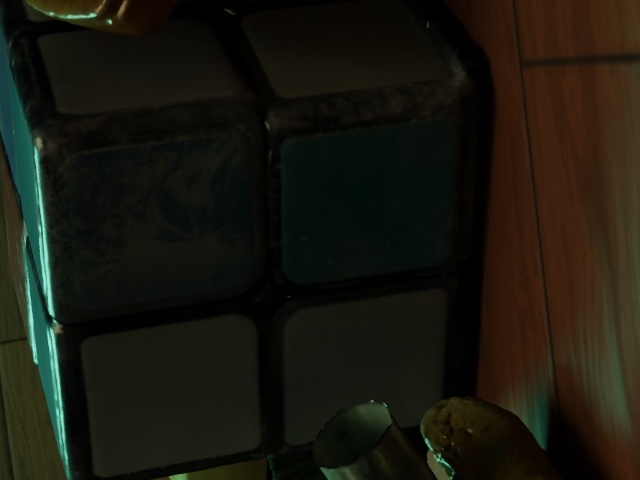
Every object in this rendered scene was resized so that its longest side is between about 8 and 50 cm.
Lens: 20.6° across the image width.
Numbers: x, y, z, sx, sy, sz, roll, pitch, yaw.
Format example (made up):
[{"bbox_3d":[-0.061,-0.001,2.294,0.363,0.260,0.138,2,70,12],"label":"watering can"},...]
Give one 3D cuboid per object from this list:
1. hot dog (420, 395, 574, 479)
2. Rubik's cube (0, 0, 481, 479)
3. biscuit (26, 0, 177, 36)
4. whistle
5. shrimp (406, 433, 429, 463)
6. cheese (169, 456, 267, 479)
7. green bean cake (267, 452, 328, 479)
[{"bbox_3d":[0.134,0.180,1.109,0.084,0.073,0.242,51,-173,-34],"label":"hot dog"},{"bbox_3d":[-0.075,-0.039,1.343,0.316,0.313,0.318,-118,23,-55],"label":"Rubik's cube"},{"bbox_3d":[-0.092,-0.342,1.207,0.350,0.078,0.455,-18,54,53],"label":"biscuit"},{"bbox_3d":[0.092,0.234,1.157,0.312,0.062,0.062,57,178,-27],"label":"whistle"},{"bbox_3d":[0.092,0.209,1.382,0.148,0.035,0.195,58,-168,-7],"label":"shrimp"},{"bbox_3d":[-0.153,0.190,2.242,0.265,0.124,0.242,-120,21,-54],"label":"cheese"},{"bbox_3d":[-0.022,0.105,1.574,0.208,0.107,0.193,69,-175,-57],"label":"green bean cake"}]
